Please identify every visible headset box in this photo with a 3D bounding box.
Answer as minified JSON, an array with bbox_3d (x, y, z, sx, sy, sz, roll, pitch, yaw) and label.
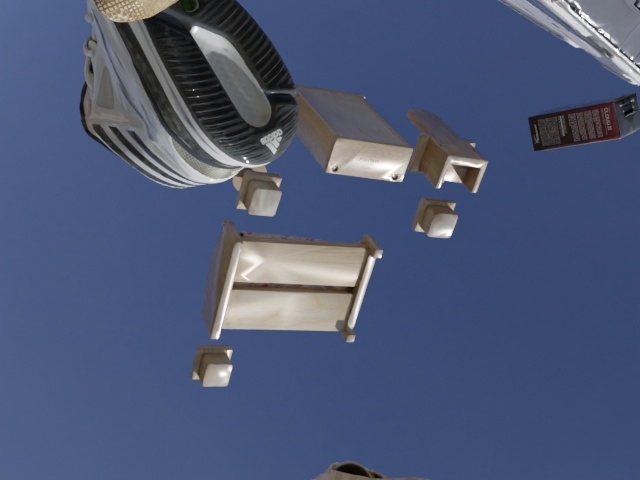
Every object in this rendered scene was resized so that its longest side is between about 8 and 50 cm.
[{"bbox_3d":[0.225,-0.099,0.899,0.083,0.062,0.032,-8,-81,35],"label":"headset box"}]

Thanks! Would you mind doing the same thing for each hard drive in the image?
[{"bbox_3d":[0.180,-0.252,0.970,0.064,0.237,0.339,-54,-137,12],"label":"hard drive"}]

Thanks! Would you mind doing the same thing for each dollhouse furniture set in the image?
[{"bbox_3d":[0.000,0.000,1.386,0.174,0.303,0.355,-124,-135,-53],"label":"dollhouse furniture set"}]

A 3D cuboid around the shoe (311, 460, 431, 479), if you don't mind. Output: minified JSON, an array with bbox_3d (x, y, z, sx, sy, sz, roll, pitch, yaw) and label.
[{"bbox_3d":[0.047,0.229,0.976,0.219,0.077,0.058,173,-79,-68],"label":"shoe"}]

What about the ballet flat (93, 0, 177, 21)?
[{"bbox_3d":[-0.110,-0.262,0.946,0.206,0.073,0.067,-43,-157,-24],"label":"ballet flat"}]

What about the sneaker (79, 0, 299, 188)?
[{"bbox_3d":[-0.220,-0.245,1.095,0.257,0.169,0.447,-21,-82,51],"label":"sneaker"}]
